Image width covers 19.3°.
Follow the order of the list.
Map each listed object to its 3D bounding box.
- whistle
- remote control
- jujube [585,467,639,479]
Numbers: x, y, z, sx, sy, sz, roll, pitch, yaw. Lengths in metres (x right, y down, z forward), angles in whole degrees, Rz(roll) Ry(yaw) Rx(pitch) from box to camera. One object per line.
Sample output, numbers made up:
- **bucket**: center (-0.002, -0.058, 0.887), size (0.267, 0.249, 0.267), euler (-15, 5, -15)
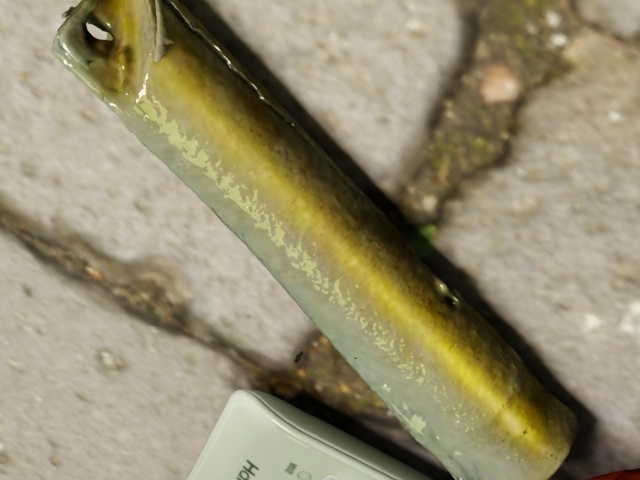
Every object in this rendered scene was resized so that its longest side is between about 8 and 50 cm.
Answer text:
- **whistle**: center (0.001, 0.000, 0.900), size (0.326, 0.068, 0.057), euler (46, 145, -17)
- **remote control**: center (0.069, 0.175, 1.035), size (0.293, 0.051, 0.103), euler (29, 130, 0)
- **jujube**: center (0.136, 0.202, 0.911), size (0.250, 0.174, 0.174), euler (-11, 126, 9)
